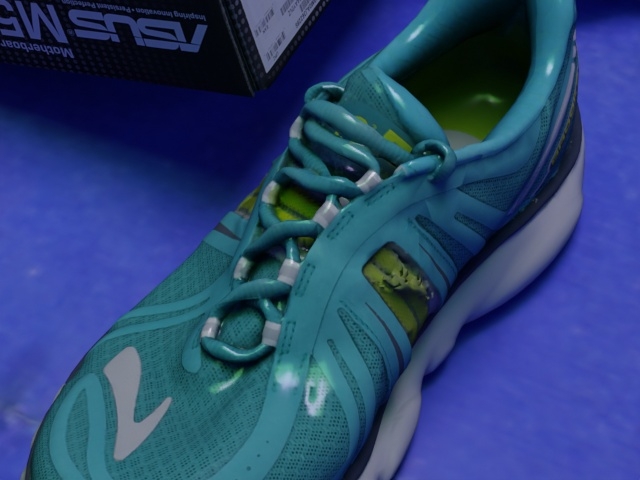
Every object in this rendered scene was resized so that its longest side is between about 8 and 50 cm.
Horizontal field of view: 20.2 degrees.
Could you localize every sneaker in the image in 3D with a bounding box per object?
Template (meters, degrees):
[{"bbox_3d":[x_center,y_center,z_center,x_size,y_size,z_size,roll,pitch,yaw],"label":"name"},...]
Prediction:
[{"bbox_3d":[0.000,0.000,0.571,0.107,0.110,0.275,26,51,19],"label":"sneaker"}]

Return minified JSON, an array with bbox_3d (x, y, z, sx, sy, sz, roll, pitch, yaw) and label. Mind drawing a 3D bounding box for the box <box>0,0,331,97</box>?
[{"bbox_3d":[-0.060,-0.174,0.715,0.216,0.060,0.270,9,48,28],"label":"box"}]
